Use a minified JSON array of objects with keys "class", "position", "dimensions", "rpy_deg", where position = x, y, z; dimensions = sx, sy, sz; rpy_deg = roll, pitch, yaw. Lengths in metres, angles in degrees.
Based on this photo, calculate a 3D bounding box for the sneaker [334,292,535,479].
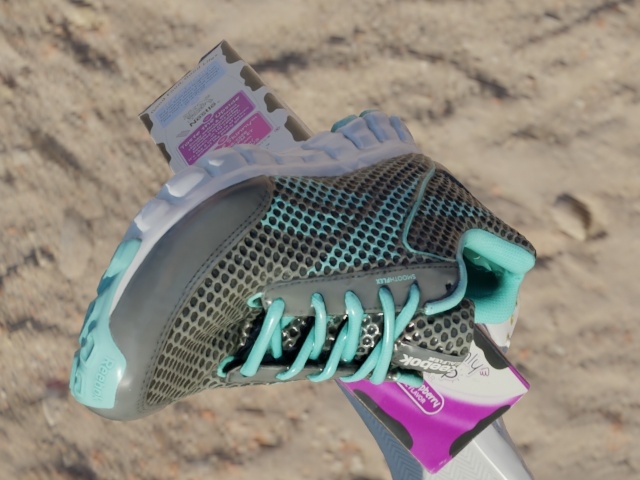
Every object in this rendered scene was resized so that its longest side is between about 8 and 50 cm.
[{"class":"sneaker","position":[0.112,0.114,1.095],"dimensions":[0.292,0.108,0.169],"rpy_deg":[64,36,-18]}]

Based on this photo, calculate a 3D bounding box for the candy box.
[{"class":"candy box","position":[0.000,0.000,0.828],"dimensions":[0.071,0.233,0.159],"rpy_deg":[-42,119,2]}]

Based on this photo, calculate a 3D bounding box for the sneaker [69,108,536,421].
[{"class":"sneaker","position":[0.004,0.012,0.421],"dimensions":[0.076,0.065,0.166],"rpy_deg":[34,34,20]}]
